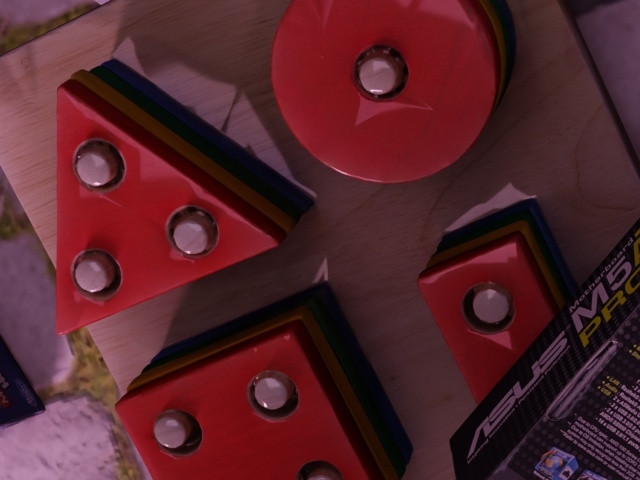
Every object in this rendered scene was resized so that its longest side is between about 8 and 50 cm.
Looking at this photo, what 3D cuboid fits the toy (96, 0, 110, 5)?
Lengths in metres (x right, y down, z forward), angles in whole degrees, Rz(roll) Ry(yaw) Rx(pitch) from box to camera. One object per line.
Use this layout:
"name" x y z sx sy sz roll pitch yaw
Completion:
"toy" -0.030 -0.129 0.758 0.237 0.056 0.137 40 107 13

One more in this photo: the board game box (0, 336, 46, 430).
"board game box" -0.270 0.060 0.853 0.194 0.060 0.194 -36 82 17

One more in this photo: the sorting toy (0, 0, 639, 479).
"sorting toy" 0.000 0.000 0.706 0.257 0.089 0.255 -23 101 20

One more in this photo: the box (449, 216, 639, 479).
"box" 0.219 0.084 0.631 0.270 0.060 0.216 35 105 -11
